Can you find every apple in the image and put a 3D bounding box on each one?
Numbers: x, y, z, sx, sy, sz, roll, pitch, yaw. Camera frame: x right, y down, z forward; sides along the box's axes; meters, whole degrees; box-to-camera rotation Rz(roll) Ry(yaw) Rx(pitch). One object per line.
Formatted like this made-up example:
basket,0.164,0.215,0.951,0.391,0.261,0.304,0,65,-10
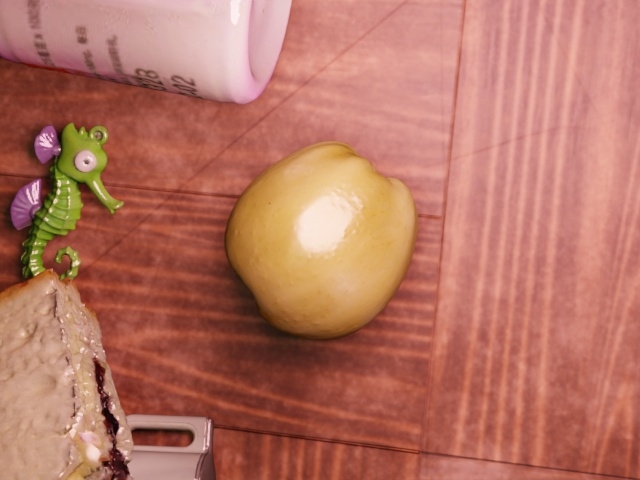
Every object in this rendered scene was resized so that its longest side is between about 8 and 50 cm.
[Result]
apple,0.000,0.000,1.421,0.200,0.200,0.200,1,95,10

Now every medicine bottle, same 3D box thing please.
medicine bottle,-0.232,-0.271,1.417,0.388,0.219,0.219,10,96,9

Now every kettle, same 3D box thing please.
kettle,-0.188,0.261,1.528,0.148,0.127,0.098,-2,126,8

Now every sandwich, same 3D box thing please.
sandwich,-0.324,0.220,1.450,0.262,0.131,0.325,-27,52,10

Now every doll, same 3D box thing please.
doll,-0.273,-0.038,1.531,0.115,0.050,0.190,27,100,14
